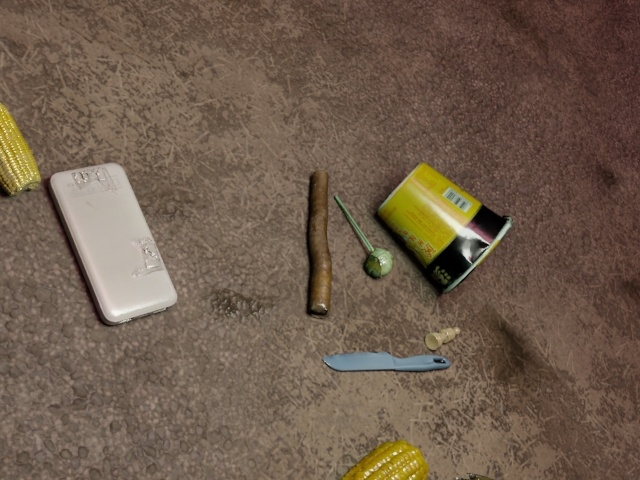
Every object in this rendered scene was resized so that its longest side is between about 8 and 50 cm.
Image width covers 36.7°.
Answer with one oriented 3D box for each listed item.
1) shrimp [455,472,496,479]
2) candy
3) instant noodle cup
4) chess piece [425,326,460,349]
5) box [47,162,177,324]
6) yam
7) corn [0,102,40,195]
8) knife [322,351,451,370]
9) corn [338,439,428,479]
[{"bbox_3d":[0.335,0.534,1.868,0.217,0.051,0.150,30,58,-24],"label":"shrimp"},{"bbox_3d":[0.083,-0.012,2.002,0.061,0.061,0.202,-20,70,-41],"label":"candy"},{"bbox_3d":[0.253,-0.038,2.042,0.236,0.215,0.215,43,47,1],"label":"instant noodle cup"},{"bbox_3d":[0.259,0.199,2.014,0.092,0.035,0.035,-16,75,-45],"label":"chess piece"},{"bbox_3d":[-0.358,0.001,1.669,0.142,0.044,0.285,-15,75,-38],"label":"box"},{"bbox_3d":[0.000,0.000,1.931,0.045,0.045,0.327,44,38,-50],"label":"yam"},{"bbox_3d":[-0.532,-0.155,1.621,0.165,0.063,0.085,58,23,3],"label":"corn"},{"bbox_3d":[0.136,0.239,1.912,0.313,0.019,0.044,4,55,-34],"label":"knife"},{"bbox_3d":[0.061,0.461,1.658,0.363,0.120,0.120,-32,86,-43],"label":"corn"}]
